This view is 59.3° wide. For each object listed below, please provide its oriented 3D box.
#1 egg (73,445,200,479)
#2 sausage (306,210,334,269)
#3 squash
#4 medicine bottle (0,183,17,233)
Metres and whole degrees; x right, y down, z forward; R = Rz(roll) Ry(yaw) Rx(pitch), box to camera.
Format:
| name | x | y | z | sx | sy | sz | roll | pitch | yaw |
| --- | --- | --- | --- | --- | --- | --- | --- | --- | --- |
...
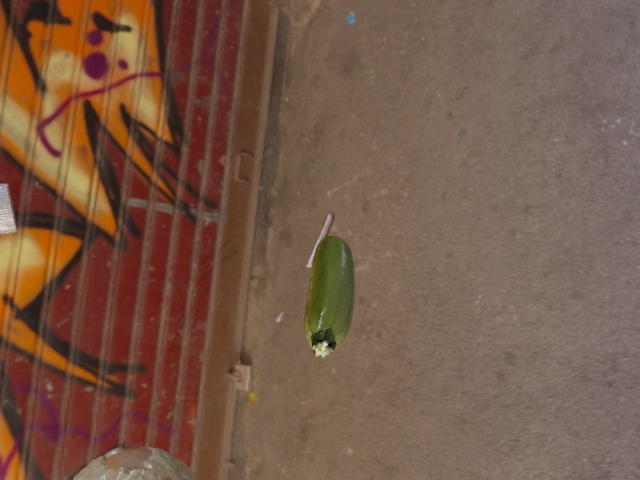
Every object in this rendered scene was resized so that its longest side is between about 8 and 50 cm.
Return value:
| name | x | y | z | sx | sy | sz | roll | pitch | yaw |
| --- | --- | --- | --- | --- | --- | --- | --- | --- | --- |
| egg | -0.234 | 0.384 | 0.718 | 0.203 | 0.203 | 0.245 | 10 | 111 | 47 |
| sausage | 0.000 | 0.000 | 0.866 | 0.015 | 0.015 | 0.100 | 11 | 75 | 47 |
| squash | 0.013 | 0.076 | 0.758 | 0.066 | 0.066 | 0.252 | -48 | 18 | 30 |
| medicine bottle | -0.629 | -0.042 | 0.957 | 0.132 | 0.188 | 0.088 | 54 | 145 | 41 |
